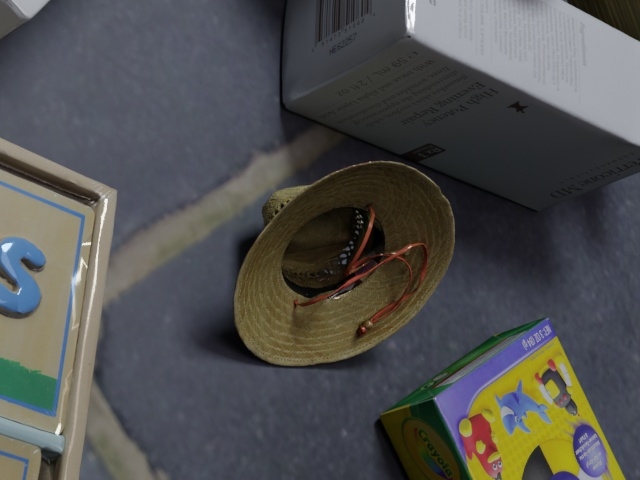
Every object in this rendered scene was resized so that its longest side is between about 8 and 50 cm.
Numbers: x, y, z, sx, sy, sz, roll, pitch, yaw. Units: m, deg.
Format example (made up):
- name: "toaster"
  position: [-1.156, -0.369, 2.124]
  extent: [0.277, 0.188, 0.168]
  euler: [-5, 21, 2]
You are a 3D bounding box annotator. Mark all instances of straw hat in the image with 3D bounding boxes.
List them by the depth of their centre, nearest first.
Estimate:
- name: "straw hat"
  position: [0.000, 0.000, 0.910]
  extent: [0.144, 0.144, 0.061]
  euler: [9, 29, -41]

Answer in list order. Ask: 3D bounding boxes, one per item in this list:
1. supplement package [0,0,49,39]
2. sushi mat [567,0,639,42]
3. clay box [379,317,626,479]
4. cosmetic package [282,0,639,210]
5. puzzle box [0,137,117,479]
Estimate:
- name: "supplement package"
  position: [-0.158, -0.174, 0.805]
  extent: [0.105, 0.105, 0.179]
  euler: [48, 46, -17]
- name: "sushi mat"
  position: [0.171, -0.224, 1.086]
  extent: [0.019, 0.151, 0.316]
  euler: [-27, 107, -8]
- name: "clay box"
  position: [0.134, 0.172, 0.975]
  extent: [0.127, 0.053, 0.222]
  euler: [-29, 93, -46]
- name: "cosmetic package"
  position: [0.099, -0.099, 1.012]
  extent: [0.231, 0.117, 0.085]
  euler: [20, 61, -35]
- name: "puzzle box"
  position: [-0.272, 0.031, 0.649]
  extent: [0.409, 0.052, 0.272]
  euler: [23, 57, -35]
